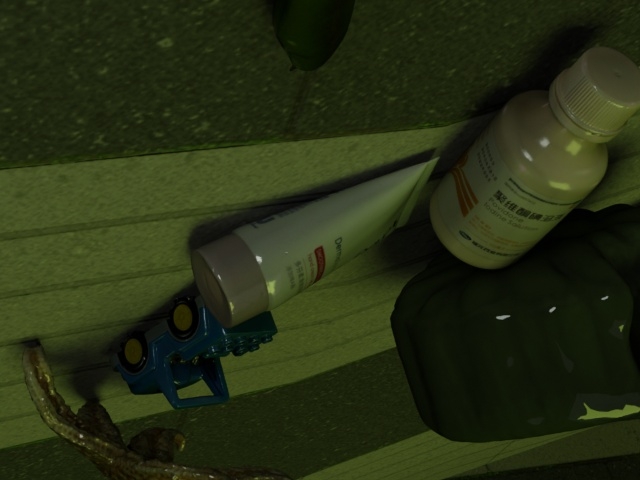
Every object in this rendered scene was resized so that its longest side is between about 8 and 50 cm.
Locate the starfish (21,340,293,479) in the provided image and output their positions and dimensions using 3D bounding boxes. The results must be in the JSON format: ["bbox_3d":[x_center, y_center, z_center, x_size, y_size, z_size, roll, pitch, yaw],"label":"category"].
[{"bbox_3d":[-0.192,0.218,1.174,0.327,0.375,0.094,37,75,-40],"label":"starfish"}]

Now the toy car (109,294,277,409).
[{"bbox_3d":[-0.130,0.122,1.177,0.191,0.100,0.097,-33,158,32],"label":"toy car"}]

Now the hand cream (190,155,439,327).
[{"bbox_3d":[0.000,0.000,1.070,0.248,0.083,0.133,-25,162,-20],"label":"hand cream"}]

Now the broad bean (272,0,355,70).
[{"bbox_3d":[0.009,-0.182,0.687,0.065,0.046,0.254,-26,161,-28],"label":"broad bean"}]

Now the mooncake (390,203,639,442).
[{"bbox_3d":[0.249,0.080,1.220,0.351,0.187,0.351,-21,-170,4],"label":"mooncake"}]

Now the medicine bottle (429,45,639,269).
[{"bbox_3d":[0.202,-0.077,1.023,0.114,0.114,0.252,-9,154,-30],"label":"medicine bottle"}]
